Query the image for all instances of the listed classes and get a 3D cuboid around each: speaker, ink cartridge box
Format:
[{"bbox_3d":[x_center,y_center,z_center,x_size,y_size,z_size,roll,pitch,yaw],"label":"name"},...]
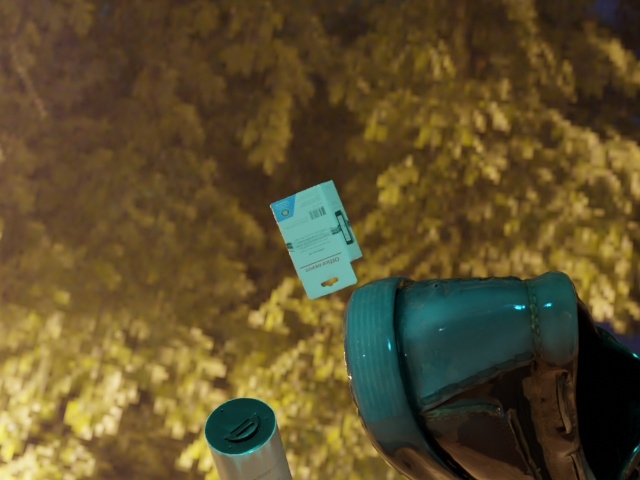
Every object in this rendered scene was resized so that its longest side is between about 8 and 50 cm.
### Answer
[{"bbox_3d":[-0.048,0.180,1.212,0.055,0.055,0.136,3,-43,15],"label":"speaker"},{"bbox_3d":[0.000,0.000,1.275,0.048,0.083,0.028,-21,0,26],"label":"ink cartridge box"}]

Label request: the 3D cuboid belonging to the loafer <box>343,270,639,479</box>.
[{"bbox_3d":[0.114,0.082,0.718,0.095,0.109,0.302,-18,-24,22],"label":"loafer"}]
